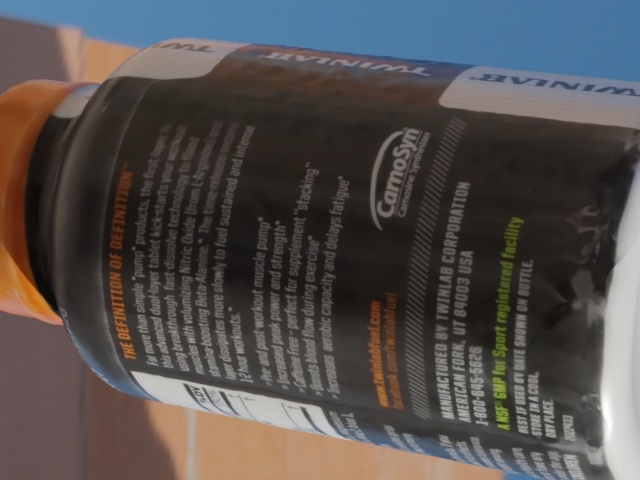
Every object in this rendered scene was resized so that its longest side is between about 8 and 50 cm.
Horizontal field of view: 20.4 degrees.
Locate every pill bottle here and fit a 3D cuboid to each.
[{"bbox_3d":[0.000,0.000,0.601,0.246,0.130,0.130,9,-89,24],"label":"pill bottle"}]
